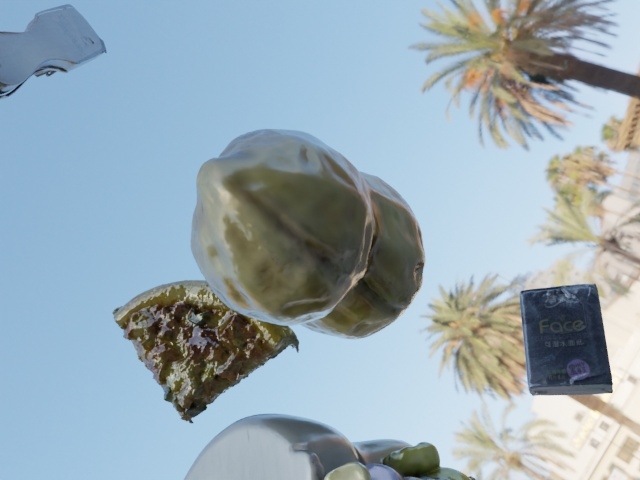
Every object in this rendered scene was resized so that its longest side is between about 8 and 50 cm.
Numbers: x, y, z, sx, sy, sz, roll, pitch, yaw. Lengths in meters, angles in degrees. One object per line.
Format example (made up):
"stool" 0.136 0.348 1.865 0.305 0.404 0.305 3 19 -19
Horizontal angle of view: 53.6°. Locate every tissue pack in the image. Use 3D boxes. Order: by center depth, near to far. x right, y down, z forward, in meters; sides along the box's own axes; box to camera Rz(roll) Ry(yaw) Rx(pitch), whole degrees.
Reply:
"tissue pack" 0.353 0.144 0.920 0.051 0.112 0.156 56 -147 -52

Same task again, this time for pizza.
"pizza" -0.174 0.149 0.869 0.058 0.292 0.197 42 -121 -68

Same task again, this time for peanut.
"peanut" 0.000 0.000 0.465 0.147 0.147 0.305 -59 -25 0

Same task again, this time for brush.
"brush" -0.302 -0.192 0.660 0.065 0.327 0.070 -30 -68 8

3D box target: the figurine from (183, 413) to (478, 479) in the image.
"figurine" 0.034 0.182 0.389 0.155 0.127 0.235 -36 -42 22
